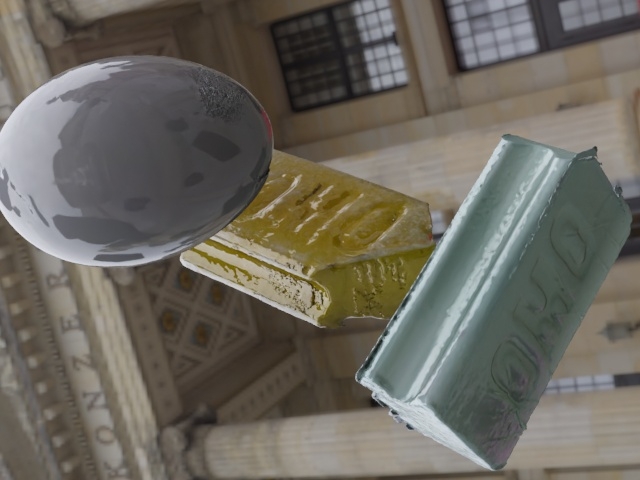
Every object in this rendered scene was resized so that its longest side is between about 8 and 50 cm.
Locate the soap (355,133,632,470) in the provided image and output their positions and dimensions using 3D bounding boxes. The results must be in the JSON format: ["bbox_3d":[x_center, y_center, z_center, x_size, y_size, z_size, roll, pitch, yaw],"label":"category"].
[{"bbox_3d":[0.154,0.047,0.907,0.261,0.094,0.150,-58,-37,-12],"label":"soap"}]

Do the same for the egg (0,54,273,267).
[{"bbox_3d":[-0.131,-0.056,0.770,0.146,0.198,0.147,172,90,-89],"label":"egg"}]

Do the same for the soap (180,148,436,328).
[{"bbox_3d":[0.000,0.000,1.097,0.160,0.257,0.080,-43,-40,-37],"label":"soap"}]
